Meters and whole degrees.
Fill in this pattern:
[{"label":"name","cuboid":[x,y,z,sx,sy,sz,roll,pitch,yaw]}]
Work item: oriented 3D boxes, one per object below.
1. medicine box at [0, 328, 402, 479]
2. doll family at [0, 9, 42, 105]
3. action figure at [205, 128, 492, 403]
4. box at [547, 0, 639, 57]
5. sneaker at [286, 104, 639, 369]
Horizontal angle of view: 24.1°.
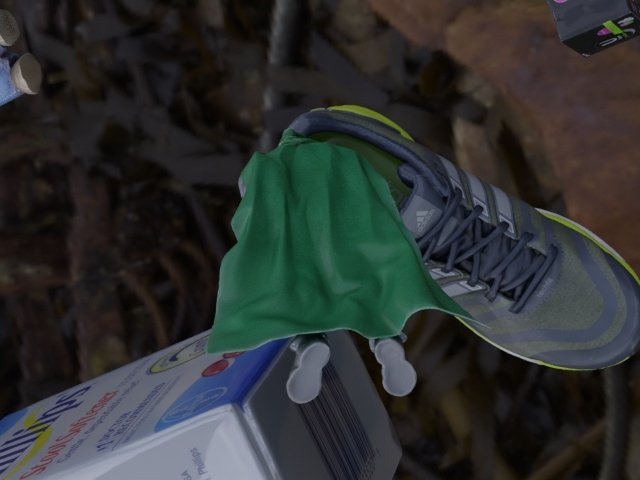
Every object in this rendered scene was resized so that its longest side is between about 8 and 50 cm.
[{"label":"medicine box","cuboid":[-0.117,0.178,1.003,0.289,0.263,0.149,-23,98,15]},{"label":"doll family","cuboid":[-0.199,-0.108,0.616,0.111,0.076,0.193,-21,98,14]},{"label":"action figure","cuboid":[0.000,0.000,0.815,0.232,0.137,0.063,-103,14,-58]},{"label":"box","cuboid":[0.225,-0.189,1.219,0.062,0.083,0.052,-22,80,22]},{"label":"sneaker","cuboid":[0.090,0.000,1.044,0.300,0.121,0.111,29,96,12]}]
